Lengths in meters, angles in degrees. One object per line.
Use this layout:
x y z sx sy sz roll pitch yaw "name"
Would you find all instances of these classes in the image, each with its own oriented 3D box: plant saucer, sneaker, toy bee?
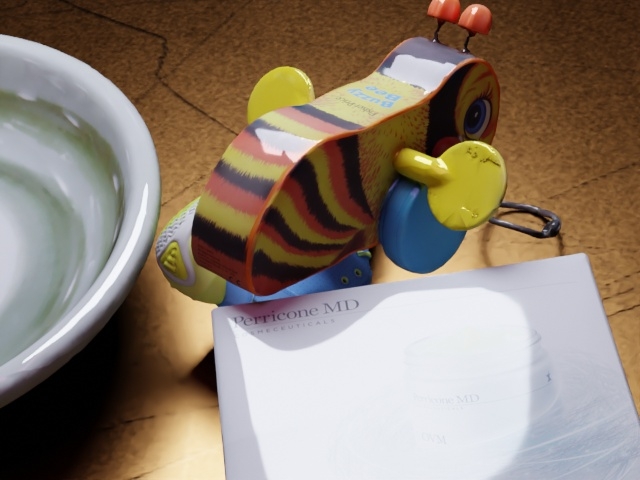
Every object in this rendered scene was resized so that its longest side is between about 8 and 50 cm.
-0.299 0.014 1.164 0.400 0.100 0.400 -4 45 4 "plant saucer"
0.000 0.000 1.167 0.240 0.091 0.126 -33 81 -40 "sneaker"
0.043 -0.072 1.072 0.195 0.162 0.298 15 21 19 "toy bee"

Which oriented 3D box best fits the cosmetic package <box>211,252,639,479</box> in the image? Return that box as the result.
0.063 0.141 0.958 0.224 0.138 0.225 -9 43 -1 "cosmetic package"
